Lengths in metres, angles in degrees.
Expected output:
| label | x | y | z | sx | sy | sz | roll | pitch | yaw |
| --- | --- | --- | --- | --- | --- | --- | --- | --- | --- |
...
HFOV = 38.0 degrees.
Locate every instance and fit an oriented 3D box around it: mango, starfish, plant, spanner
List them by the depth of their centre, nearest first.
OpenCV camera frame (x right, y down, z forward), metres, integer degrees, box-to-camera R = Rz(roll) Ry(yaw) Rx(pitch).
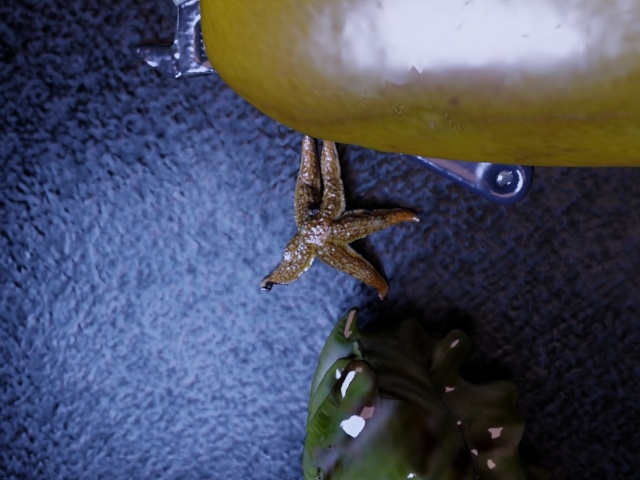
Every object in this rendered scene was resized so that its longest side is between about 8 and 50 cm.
| label | x | y | z | sx | sy | sz | roll | pitch | yaw |
| --- | --- | --- | --- | --- | --- | --- | --- | --- | --- |
| mango | 0.136 | -0.183 | 0.530 | 0.446 | 0.232 | 0.300 | -8 | 103 | 20 |
| spanner | 0.007 | -0.104 | 0.671 | 0.316 | 0.024 | 0.087 | 28 | 107 | -1 |
| plant | 0.007 | 0.210 | 0.676 | 0.333 | 0.180 | 0.251 | -35 | 86 | 18 |
| starfish | 0.000 | 0.003 | 0.686 | 0.130 | 0.041 | 0.133 | -42 | 94 | 16 |
